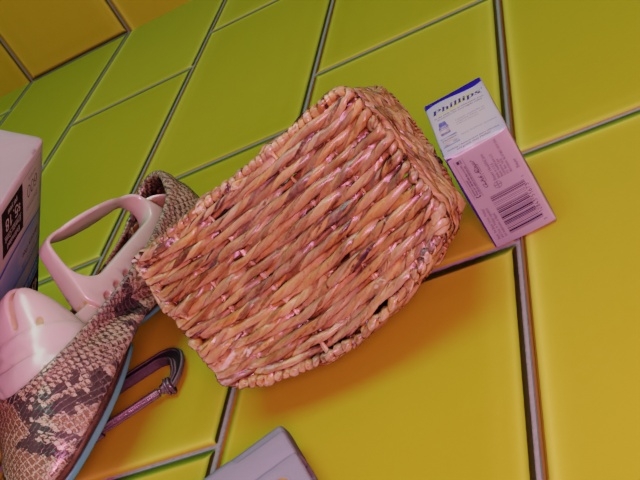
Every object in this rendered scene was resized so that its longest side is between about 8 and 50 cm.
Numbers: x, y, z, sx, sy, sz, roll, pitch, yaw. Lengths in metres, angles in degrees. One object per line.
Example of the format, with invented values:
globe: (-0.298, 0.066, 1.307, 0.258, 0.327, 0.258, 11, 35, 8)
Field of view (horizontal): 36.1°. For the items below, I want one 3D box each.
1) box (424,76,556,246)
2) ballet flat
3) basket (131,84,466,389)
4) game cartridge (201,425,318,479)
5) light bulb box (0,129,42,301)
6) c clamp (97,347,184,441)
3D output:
box: (0.178, -0.085, 1.046, 0.072, 0.126, 0.137, -28, 28, 13)
ballet flat: (-0.275, 0.079, 1.160, 0.164, 0.182, 0.483, -26, 24, 38)
basket: (0.000, 0.000, 1.029, 0.299, 0.213, 0.223, -39, 0, 14)
game cartridge: (-0.060, 0.288, 0.786, 0.198, 0.062, 0.297, -32, 28, -7)
light bulb box: (-0.491, 0.093, 1.151, 0.225, 0.361, 0.358, 12, 37, -2)
c clamp: (-0.219, 0.189, 1.136, 0.161, 0.022, 0.137, -36, 23, -3)
